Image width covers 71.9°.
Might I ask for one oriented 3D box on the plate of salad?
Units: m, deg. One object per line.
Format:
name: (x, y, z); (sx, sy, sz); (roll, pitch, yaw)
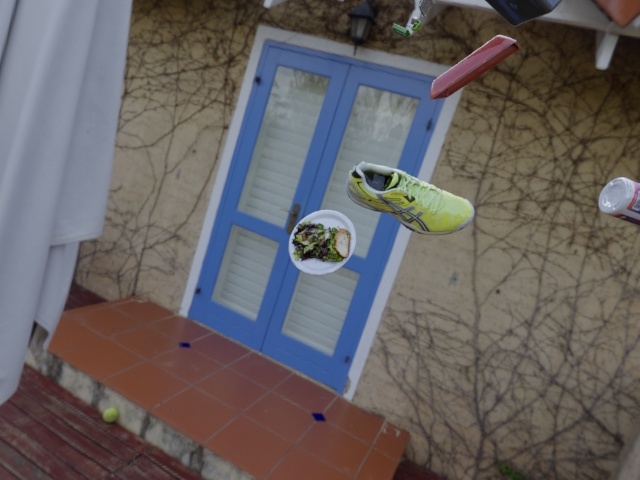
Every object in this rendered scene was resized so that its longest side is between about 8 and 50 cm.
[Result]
plate of salad: (0.000, 0.000, 1.228); (0.200, 0.200, 0.048); (21, -14, 27)

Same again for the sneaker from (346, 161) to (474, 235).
sneaker: (0.253, -0.121, 1.278); (0.384, 0.145, 0.147); (17, -12, 10)

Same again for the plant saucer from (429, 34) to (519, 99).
plant saucer: (0.451, -0.513, 1.304); (0.048, 0.258, 0.259); (58, 32, -3)

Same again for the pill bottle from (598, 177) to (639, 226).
pill bottle: (0.889, -0.095, 1.218); (0.193, 0.108, 0.108); (18, 8, -8)

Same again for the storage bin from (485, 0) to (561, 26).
storage bin: (0.302, -0.379, 0.644); (0.091, 0.098, 0.135); (39, 8, -15)

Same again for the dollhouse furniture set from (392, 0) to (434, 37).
dollhouse furniture set: (0.314, -0.764, 1.486); (0.058, 0.152, 0.076); (40, 13, 25)
